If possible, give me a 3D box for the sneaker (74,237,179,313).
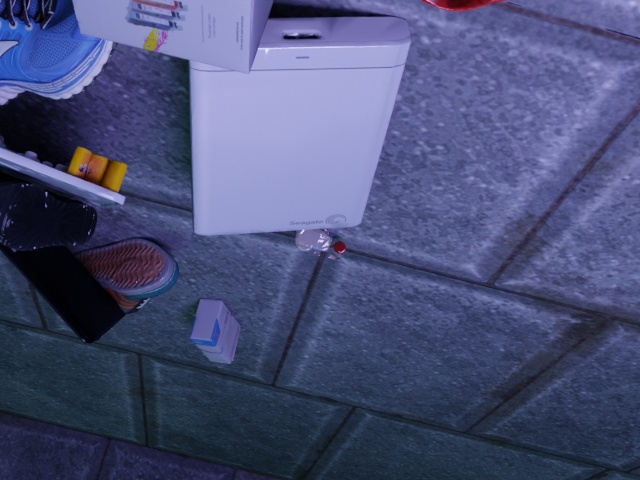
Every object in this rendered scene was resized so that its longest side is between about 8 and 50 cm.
[{"bbox_3d":[-0.341,0.071,1.575,0.302,0.108,0.121,-3,150,43],"label":"sneaker"}]

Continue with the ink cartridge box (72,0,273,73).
[{"bbox_3d":[-0.134,-0.261,0.815,0.176,0.128,0.127,14,153,0],"label":"ink cartridge box"}]

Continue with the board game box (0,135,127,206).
[{"bbox_3d":[-0.450,-0.138,1.126,0.390,0.050,0.390,22,175,-17],"label":"board game box"}]

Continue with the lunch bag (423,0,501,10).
[{"bbox_3d":[0.118,-0.286,0.687,0.293,0.120,0.258,5,152,13],"label":"lunch bag"}]

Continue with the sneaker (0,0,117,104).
[{"bbox_3d":[-0.346,-0.238,0.967,0.330,0.129,0.147,-7,149,34],"label":"sneaker"}]

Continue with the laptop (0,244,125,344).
[{"bbox_3d":[-0.464,0.087,1.476,0.234,0.136,0.264,50,142,-4],"label":"laptop"}]

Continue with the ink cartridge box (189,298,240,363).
[{"bbox_3d":[-0.210,0.183,1.736,0.052,0.088,0.122,3,151,18],"label":"ink cartridge box"}]

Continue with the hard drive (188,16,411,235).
[{"bbox_3d":[-0.040,-0.123,1.041,0.233,0.047,0.353,-3,149,-9],"label":"hard drive"}]

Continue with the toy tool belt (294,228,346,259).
[{"bbox_3d":[0.000,0.000,1.360,0.083,0.052,0.051,16,-176,0],"label":"toy tool belt"}]

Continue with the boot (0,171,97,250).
[{"bbox_3d":[-0.478,-0.055,1.270,0.207,0.094,0.246,16,-178,19],"label":"boot"}]
